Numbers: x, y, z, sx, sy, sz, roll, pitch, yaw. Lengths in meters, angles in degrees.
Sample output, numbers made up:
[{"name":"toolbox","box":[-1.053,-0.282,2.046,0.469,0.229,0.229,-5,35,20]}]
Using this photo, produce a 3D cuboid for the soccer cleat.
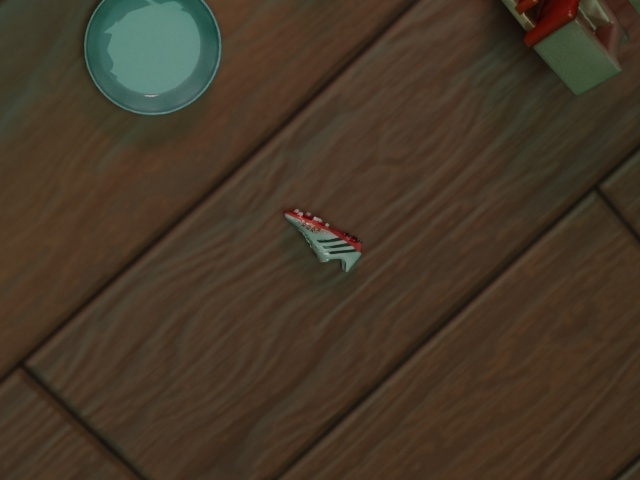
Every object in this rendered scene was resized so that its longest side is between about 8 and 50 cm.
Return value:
[{"name":"soccer cleat","box":[0.000,0.000,1.579,0.083,0.029,0.035,27,93,-22]}]

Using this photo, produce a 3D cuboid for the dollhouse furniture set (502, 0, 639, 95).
[{"name":"dollhouse furniture set","box":[0.287,-0.246,1.475,0.259,0.262,0.135,-30,109,30]}]

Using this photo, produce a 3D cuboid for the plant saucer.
[{"name":"plant saucer","box":[-0.147,-0.170,1.506,0.119,0.021,0.119,-3,104,-12]}]
